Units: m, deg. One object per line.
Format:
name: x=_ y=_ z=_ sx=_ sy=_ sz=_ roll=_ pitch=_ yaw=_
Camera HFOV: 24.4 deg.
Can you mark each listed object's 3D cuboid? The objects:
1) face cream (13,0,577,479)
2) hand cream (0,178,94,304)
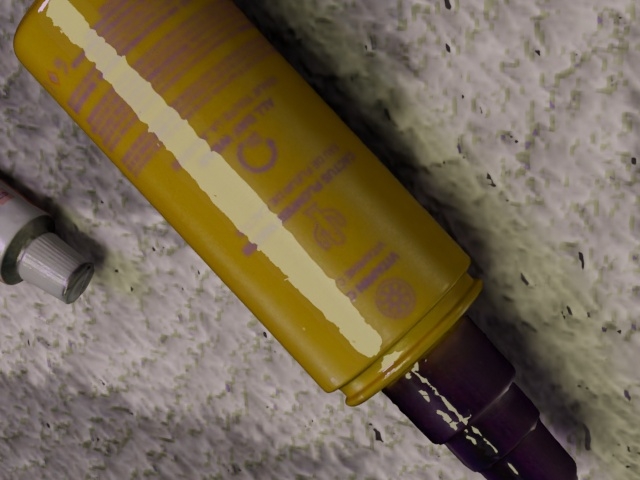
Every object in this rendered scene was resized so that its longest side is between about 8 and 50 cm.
face cream: x=0.000 y=0.000 z=0.573 sx=0.273 sy=0.078 sz=0.078 roll=47 pitch=129 yaw=0
hand cream: x=-0.196 y=-0.030 z=0.707 sx=0.216 sy=0.038 sz=0.052 roll=32 pitch=104 yaw=19
